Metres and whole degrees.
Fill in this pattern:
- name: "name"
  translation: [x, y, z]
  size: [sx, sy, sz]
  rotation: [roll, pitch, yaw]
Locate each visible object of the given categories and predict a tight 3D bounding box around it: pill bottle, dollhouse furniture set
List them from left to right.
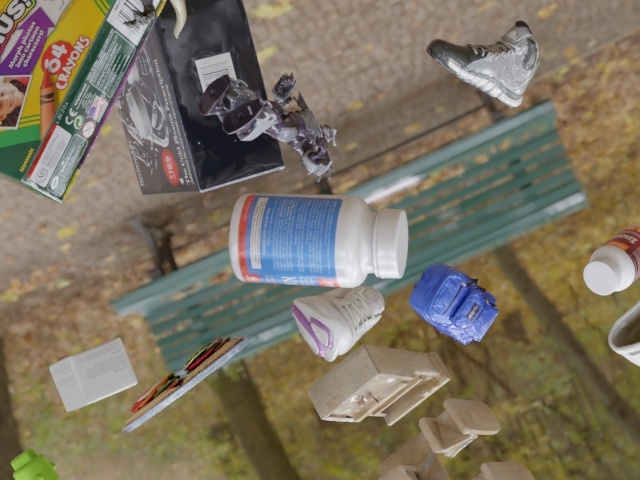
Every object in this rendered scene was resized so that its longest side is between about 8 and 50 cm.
- name: "pill bottle"
  translation: [0.000, 0.000, 1.616]
  size: [0.221, 0.124, 0.124]
  rotation: [3, 174, 14]
- name: "dollhouse furniture set"
  translation: [0.181, 0.409, 2.283]
  size: [0.362, 0.394, 0.256]
  rotation: [-42, 150, 24]
- name: "pill bottle"
  translation: [0.530, 0.037, 2.149]
  size: [0.152, 0.086, 0.086]
  rotation: [-31, 177, -43]

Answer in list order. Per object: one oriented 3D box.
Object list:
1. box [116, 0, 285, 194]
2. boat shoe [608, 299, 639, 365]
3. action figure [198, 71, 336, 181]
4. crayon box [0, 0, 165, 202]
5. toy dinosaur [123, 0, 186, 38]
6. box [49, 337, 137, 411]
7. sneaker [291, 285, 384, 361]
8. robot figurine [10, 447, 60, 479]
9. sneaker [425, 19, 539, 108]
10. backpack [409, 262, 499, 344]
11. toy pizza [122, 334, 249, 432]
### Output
- name: "box"
  translation: [-0.245, -0.267, 2.231]
  size: [0.179, 0.343, 0.312]
  rotation: [-18, -171, -25]
- name: "boat shoe"
  translation: [0.554, 0.069, 1.809]
  size: [0.156, 0.136, 0.367]
  rotation: [20, 141, -18]
- name: "action figure"
  translation: [-0.056, -0.187, 1.933]
  size: [0.099, 0.185, 0.285]
  rotation: [-45, 152, 23]
- name: "crayon box"
  translation: [-0.430, -0.274, 1.773]
  size: [0.363, 0.313, 0.106]
  rotation: [-65, 150, -7]
- name: "toy dinosaur"
  translation: [-0.188, -0.306, 1.349]
  size: [0.064, 0.118, 0.268]
  rotation: [-3, 135, 9]
- name: "box"
  translation: [-0.383, 0.227, 2.054]
  size: [0.101, 0.087, 0.102]
  rotation: [-21, 176, -36]
- name: "sneaker"
  translation: [0.033, 0.117, 2.018]
  size: [0.152, 0.114, 0.305]
  rotation: [-29, -178, -2]
- name: "robot figurine"
  translation: [-0.515, 0.438, 2.224]
  size: [0.067, 0.115, 0.101]
  rotation: [-34, -179, 2]
- name: "sneaker"
  translation: [0.279, -0.317, 2.003]
  size: [0.228, 0.086, 0.132]
  rotation: [21, 108, -43]
- name: "backpack"
  translation: [0.205, 0.091, 1.848]
  size: [0.101, 0.120, 0.098]
  rotation: [19, -105, 54]
- name: "toy pizza"
  translation: [-0.177, 0.175, 1.559]
  size: [0.201, 0.032, 0.201]
  rotation: [-37, 179, 0]
